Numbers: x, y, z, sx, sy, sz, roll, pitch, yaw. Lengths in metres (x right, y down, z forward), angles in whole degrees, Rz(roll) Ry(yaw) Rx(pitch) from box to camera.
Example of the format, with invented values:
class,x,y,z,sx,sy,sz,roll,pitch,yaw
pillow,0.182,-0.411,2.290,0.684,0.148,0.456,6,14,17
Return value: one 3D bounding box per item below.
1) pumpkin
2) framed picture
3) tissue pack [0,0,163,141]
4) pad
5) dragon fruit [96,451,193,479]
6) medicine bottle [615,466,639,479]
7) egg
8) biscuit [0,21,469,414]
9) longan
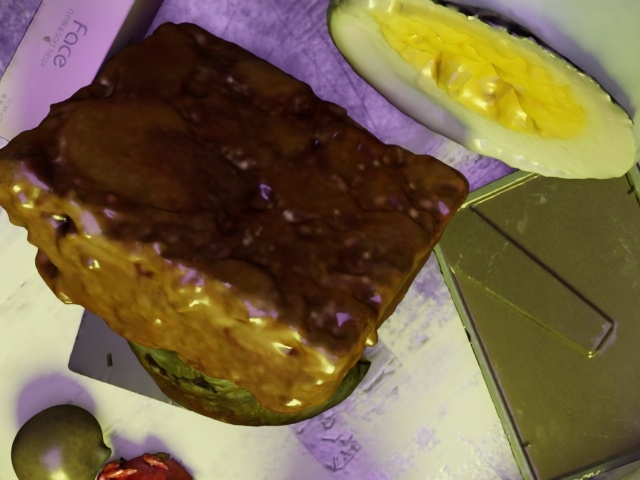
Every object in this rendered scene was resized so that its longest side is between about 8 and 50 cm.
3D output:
class,x,y,z,sx,sy,sz,roll,pitch,yaw
pumpkin,-0.114,0.137,1.441,0.312,0.169,0.148,23,103,2
framed picture,0.274,0.078,1.433,0.247,0.022,0.335,-25,79,19
tissue pack,-0.254,-0.213,1.443,0.092,0.148,0.246,29,97,0
pad,-0.177,0.049,1.528,0.159,0.009,0.265,19,97,1
dragon fruit,-0.197,0.299,1.518,0.126,0.068,0.112,42,96,1
medicine bottle,0.262,0.401,1.401,0.371,0.211,0.211,-38,92,16
egg,0.225,-0.281,1.326,0.354,0.354,0.340,28,78,0
biscuit,-0.087,-0.025,1.346,0.395,0.343,0.166,31,136,10
longan,-0.290,0.238,1.506,0.113,0.092,0.113,-1,71,2
